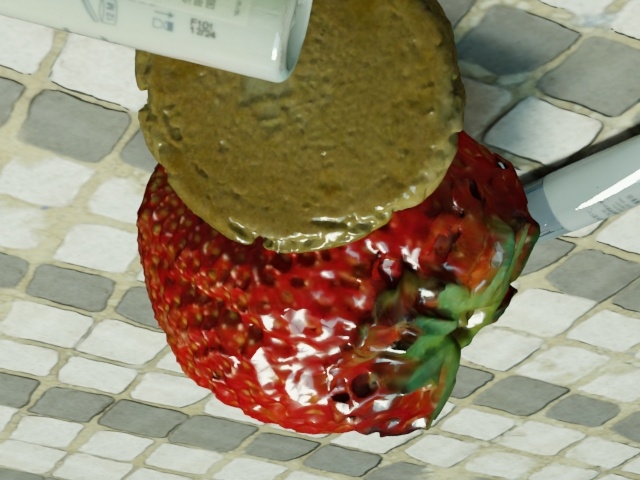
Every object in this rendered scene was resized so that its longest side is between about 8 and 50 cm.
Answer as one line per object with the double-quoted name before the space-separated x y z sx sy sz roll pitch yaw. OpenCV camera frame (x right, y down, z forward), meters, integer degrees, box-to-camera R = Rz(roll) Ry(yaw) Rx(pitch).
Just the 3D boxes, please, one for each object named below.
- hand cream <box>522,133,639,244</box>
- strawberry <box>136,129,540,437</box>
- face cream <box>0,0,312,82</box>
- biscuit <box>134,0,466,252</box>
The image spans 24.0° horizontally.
"hand cream" 0.227 -0.042 1.217 0.255 0.048 0.079 -25 146 31
"strawberry" 0.000 0.000 1.128 0.288 0.250 0.238 31 130 19
"face cream" -0.141 -0.168 0.947 0.269 0.082 0.082 15 150 8
"biscuit" -0.015 -0.099 0.992 0.226 0.226 0.042 -4 180 8
